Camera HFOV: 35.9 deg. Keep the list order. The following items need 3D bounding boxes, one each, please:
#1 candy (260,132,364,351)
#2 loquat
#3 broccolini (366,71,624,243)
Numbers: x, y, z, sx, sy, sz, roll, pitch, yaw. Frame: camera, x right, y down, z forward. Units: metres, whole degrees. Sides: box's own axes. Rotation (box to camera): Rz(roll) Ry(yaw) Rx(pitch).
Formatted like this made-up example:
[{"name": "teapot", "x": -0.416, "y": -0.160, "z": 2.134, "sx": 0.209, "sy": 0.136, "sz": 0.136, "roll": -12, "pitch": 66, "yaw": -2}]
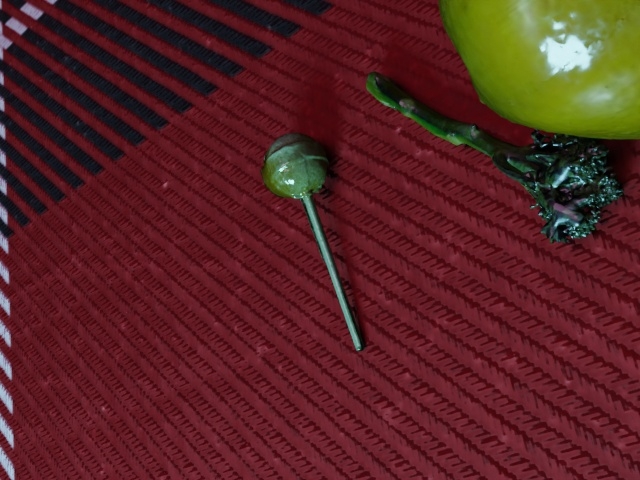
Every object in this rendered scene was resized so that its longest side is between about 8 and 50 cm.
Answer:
[{"name": "candy", "x": 0.000, "y": 0.000, "z": 0.830, "sx": 0.061, "sy": 0.061, "sz": 0.202, "roll": -34, "pitch": 66, "yaw": 36}, {"name": "loquat", "x": 0.180, "y": -0.160, "z": 0.546, "sx": 0.246, "sy": 0.214, "sz": 0.213, "roll": 146, "pitch": 125, "yaw": -61}, {"name": "broccolini", "x": 0.110, "y": -0.080, "z": 0.725, "sx": 0.071, "sy": 0.057, "sz": 0.254, "roll": -36, "pitch": 46, "yaw": -20}]
